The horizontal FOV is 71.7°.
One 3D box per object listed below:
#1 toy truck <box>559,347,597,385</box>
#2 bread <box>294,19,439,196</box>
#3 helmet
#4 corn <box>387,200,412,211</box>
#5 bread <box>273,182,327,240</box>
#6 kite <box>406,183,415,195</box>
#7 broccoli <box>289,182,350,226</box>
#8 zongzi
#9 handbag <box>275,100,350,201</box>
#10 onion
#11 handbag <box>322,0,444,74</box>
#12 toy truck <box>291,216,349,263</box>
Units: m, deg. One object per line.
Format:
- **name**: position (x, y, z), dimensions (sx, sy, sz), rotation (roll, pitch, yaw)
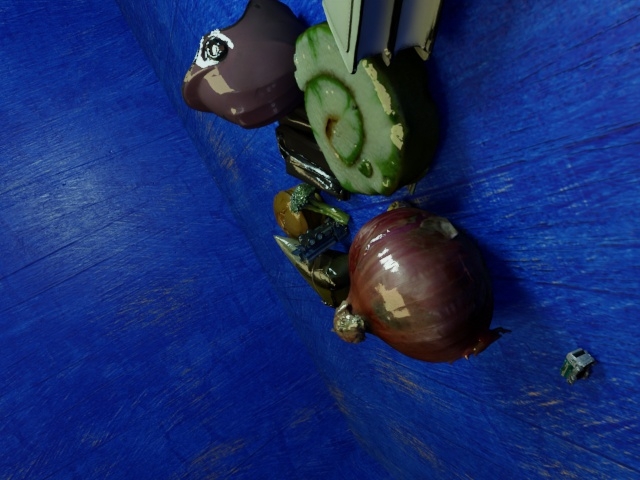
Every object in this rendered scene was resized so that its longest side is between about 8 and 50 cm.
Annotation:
- **toy truck**: position (0.478, 0.235, 0.830), dimensions (0.083, 0.039, 0.044), rotation (78, 168, -45)
- **bread**: position (0.076, -0.274, 0.919), dimensions (0.381, 0.129, 0.366), rotation (55, 160, 15)
- **helmet**: position (-0.144, -0.386, 1.064), dimensions (0.197, 0.338, 0.271), rotation (46, 180, 12)
- **corn**: position (0.196, -0.019, 1.119), dimensions (0.072, 0.072, 0.203), rotation (47, 158, 32)
- **bread**: position (-0.080, -0.094, 1.588), dimensions (0.195, 0.143, 0.269), rotation (56, 159, 9)
- **kite**: position (0.149, -0.250, 0.985), dimensions (0.314, 0.012, 0.335), rotation (11, 128, 65)
- **broccoli**: position (0.001, -0.108, 1.394), dimensions (0.204, 0.118, 0.122), rotation (26, -175, 4)
- **zongzi**: position (-0.014, 0.113, 1.605), dimensions (0.318, 0.154, 0.289), rotation (26, 150, 23)
- **handbag**: position (-0.014, -0.254, 1.249), dimensions (0.257, 0.114, 0.285), rotation (39, 153, 32)
- **onion**: position (0.213, 0.095, 0.923), dimensions (0.353, 0.354, 0.353), rotation (49, 158, 28)
- **handbag**: position (0.085, -0.450, 0.603), dimensions (0.358, 0.160, 0.236), rotation (91, 160, -61)
- **toy truck**: position (0.000, 0.000, 1.431), dimensions (0.074, 0.202, 0.088), rotation (18, 138, 58)
